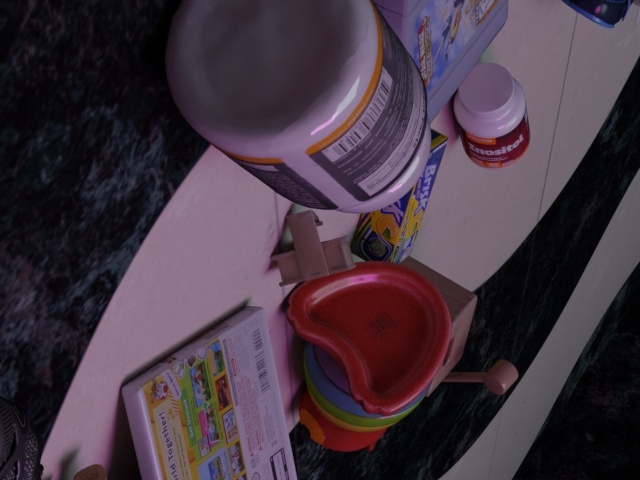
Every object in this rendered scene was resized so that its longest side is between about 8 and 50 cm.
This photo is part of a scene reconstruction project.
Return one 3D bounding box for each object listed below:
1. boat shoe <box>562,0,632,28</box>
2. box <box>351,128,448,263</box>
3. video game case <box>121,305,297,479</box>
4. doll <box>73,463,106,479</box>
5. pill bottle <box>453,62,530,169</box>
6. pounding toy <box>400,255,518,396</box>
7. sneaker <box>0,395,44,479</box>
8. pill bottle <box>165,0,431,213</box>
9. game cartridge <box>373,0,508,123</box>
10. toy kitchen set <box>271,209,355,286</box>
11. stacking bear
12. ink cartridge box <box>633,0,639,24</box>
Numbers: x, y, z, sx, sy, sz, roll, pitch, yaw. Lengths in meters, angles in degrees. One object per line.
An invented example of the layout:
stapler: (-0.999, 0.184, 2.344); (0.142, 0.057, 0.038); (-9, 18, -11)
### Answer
boat shoe: (0.364, -0.341, 1.753); (0.089, 0.109, 0.258); (-56, 179, 27)
box: (0.088, -0.050, 1.554); (0.059, 0.054, 0.169); (-36, 149, -48)
video game case: (-0.101, 0.206, 1.355); (0.206, 0.026, 0.227); (-32, 117, -52)
doll: (-0.191, 0.297, 1.250); (0.129, 0.046, 0.189); (-26, 117, -25)
pill bottle: (0.204, -0.150, 1.643); (0.086, 0.086, 0.152); (-56, 159, -10)
pounding toy: (0.138, 0.142, 1.716); (0.094, 0.206, 0.181); (-44, 155, -36)
sneaker: (-0.276, 0.219, 1.019); (0.228, 0.087, 0.130); (-64, 154, -2)
pill bottle: (-0.003, -0.114, 1.098); (0.162, 0.162, 0.278); (-59, 161, -1)
game cartridge: (0.118, -0.239, 1.368); (0.198, 0.062, 0.297); (-57, 160, -20)
toy kitchen set: (0.000, 0.000, 1.405); (0.075, 0.083, 0.068); (-20, 95, -60)
stacking bear: (0.046, 0.159, 1.613); (0.164, 0.175, 0.289); (-33, 161, -25)
ink cartridge box: (0.475, -0.407, 1.959); (0.180, 0.060, 0.104); (-50, 159, -24)
